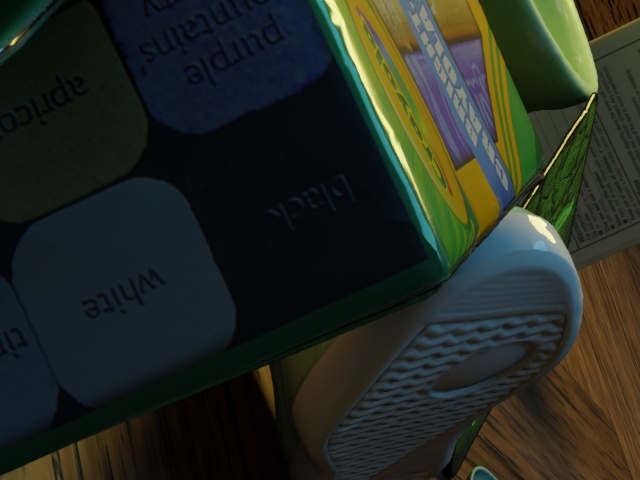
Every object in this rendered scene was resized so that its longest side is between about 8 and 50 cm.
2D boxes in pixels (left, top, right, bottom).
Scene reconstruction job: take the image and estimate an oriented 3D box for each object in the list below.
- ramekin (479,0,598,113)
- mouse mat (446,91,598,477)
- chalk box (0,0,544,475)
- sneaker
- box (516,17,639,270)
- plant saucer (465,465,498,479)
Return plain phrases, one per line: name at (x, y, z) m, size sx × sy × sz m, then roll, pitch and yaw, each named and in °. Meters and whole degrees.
ramekin at (0.032, -0.190, 1.119) m, size 0.303 × 0.148 × 0.303 m, roll 58°, pitch 16°, yaw -28°
mouse mat at (0.112, 0.023, 1.057) m, size 0.189 × 0.007 × 0.152 m, roll -52°, pitch 155°, yaw -46°
chalk box at (-0.071, -0.047, 0.463) m, size 0.179 × 0.180 × 0.289 m, roll 65°, pitch 13°, yaw -1°
sneaker at (0.011, 0.003, 0.714) m, size 0.256 × 0.094 × 0.151 m, roll 119°, pitch -45°, yaw -67°
box at (0.238, -0.085, 1.354) m, size 0.148 × 0.311 × 0.121 m, roll 66°, pitch 15°, yaw -1°
plant saucer at (0.096, 0.177, 1.009) m, size 0.119 × 0.021 × 0.119 m, roll 58°, pitch 17°, yaw -29°
